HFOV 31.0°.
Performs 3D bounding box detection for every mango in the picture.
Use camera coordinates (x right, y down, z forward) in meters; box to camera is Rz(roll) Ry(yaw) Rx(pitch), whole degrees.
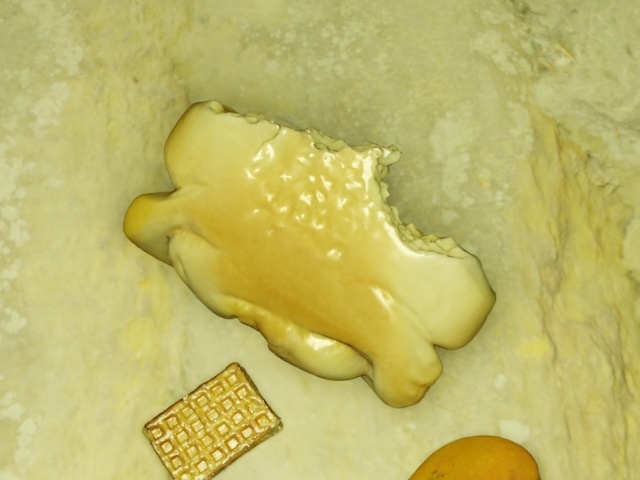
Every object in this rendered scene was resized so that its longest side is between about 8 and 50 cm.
[{"bbox_3d":[0.158,0.306,1.335,0.217,0.102,0.141,-27,65,-10],"label":"mango"}]

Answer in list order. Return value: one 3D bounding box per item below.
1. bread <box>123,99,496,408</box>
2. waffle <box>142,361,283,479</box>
[{"bbox_3d":[-0.009,0.009,1.332,0.424,0.329,0.245,33,74,7],"label":"bread"},{"bbox_3d":[-0.131,0.229,1.405,0.148,0.042,0.102,-35,74,-10],"label":"waffle"}]
